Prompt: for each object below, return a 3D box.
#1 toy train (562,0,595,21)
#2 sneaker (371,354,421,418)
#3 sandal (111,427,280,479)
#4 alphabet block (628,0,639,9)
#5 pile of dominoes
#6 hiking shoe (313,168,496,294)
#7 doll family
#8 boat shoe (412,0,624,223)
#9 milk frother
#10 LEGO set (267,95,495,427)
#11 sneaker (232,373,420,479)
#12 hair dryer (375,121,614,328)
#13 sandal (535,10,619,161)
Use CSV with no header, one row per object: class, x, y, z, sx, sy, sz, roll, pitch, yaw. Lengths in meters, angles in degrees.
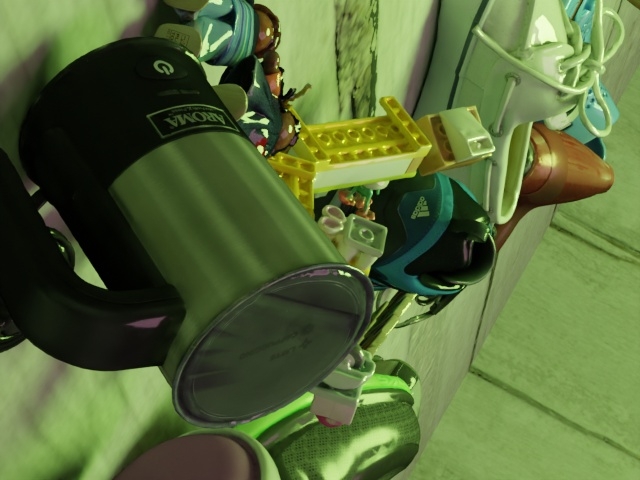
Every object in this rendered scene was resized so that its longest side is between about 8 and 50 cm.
toy train,0.197,-0.198,1.340,0.184,0.080,0.105,-62,162,1
sneaker,0.041,0.156,1.284,0.108,0.100,0.271,-52,-179,-9
sandal,-0.152,0.203,0.683,0.416,0.169,0.102,-49,122,-46
alphabet block,0.167,-0.262,0.706,0.192,0.197,0.193,-50,175,-45
pile of dominoes,-0.004,0.107,1.214,0.196,0.040,0.251,-46,-179,34
hiking shoe,0.066,0.006,1.101,0.113,0.132,0.304,-62,169,-1
doll family,-0.049,-0.043,0.674,0.193,0.076,0.111,-68,162,11
boat shoe,0.174,-0.140,1.174,0.136,0.156,0.367,-52,164,-42
milk frother,-0.072,0.021,0.562,0.129,0.135,0.143,-20,144,-24
LEGO set,0.000,0.000,0.870,0.107,0.132,0.287,-61,178,39
sneaker,-0.062,0.264,0.909,0.483,0.202,0.185,-47,177,-43
hair dryer,0.183,-0.034,1.491,0.293,0.080,0.223,-23,154,-19
sandal,0.263,-0.162,1.549,0.126,0.138,0.317,-54,163,-28
